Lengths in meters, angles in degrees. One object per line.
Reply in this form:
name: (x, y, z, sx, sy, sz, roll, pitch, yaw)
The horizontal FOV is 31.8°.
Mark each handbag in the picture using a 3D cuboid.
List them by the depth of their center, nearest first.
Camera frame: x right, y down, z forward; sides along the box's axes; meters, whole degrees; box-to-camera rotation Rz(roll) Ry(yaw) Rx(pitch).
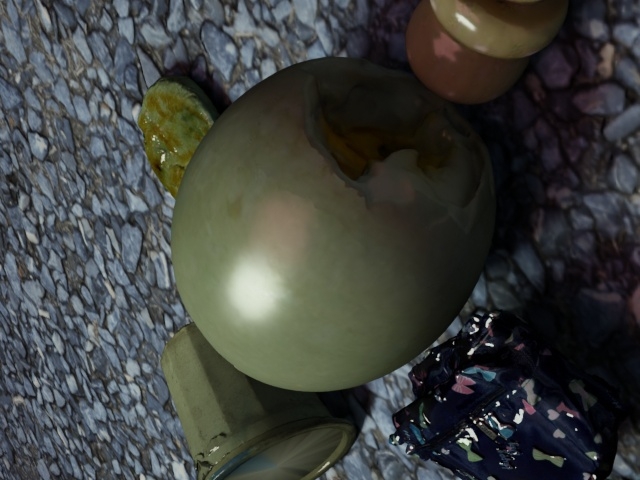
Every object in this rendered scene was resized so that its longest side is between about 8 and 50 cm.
handbag: (0.159, 0.153, 1.004, 0.162, 0.113, 0.260, 34, 153, 0)

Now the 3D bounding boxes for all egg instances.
egg: (0.000, 0.000, 1.029, 0.278, 0.278, 0.336, 53, 137, 16)

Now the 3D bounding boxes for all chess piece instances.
chess piece: (0.144, -0.207, 0.863, 0.143, 0.142, 0.261, 55, 151, 14)

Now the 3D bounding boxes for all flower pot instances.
flower pot: (-0.092, 0.204, 1.370, 0.203, 0.212, 0.212, 58, 146, 30)

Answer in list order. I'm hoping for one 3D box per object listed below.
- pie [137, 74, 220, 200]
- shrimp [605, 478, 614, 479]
pie: (-0.161, -0.114, 1.383, 0.187, 0.041, 0.187, 30, 132, 39)
shrimp: (0.271, 0.270, 0.964, 0.410, 0.166, 0.221, -48, 37, 39)
